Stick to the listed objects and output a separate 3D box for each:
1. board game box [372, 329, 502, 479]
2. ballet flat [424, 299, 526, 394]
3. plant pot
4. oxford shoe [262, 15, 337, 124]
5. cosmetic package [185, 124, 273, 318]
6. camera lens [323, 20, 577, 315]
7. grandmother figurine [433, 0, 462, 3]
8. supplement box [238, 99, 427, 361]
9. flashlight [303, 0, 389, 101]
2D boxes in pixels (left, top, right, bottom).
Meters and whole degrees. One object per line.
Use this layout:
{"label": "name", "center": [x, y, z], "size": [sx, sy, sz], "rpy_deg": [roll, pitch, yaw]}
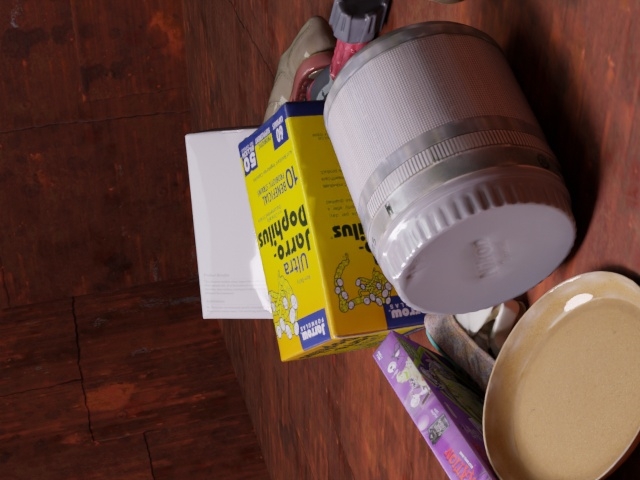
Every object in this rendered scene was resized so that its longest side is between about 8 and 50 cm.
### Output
{"label": "board game box", "center": [0.201, 0.239, 1.327], "size": [0.056, 0.208, 0.347], "rpy_deg": [-51, 28, 10]}
{"label": "ballet flat", "center": [0.223, 0.131, 1.398], "size": [0.316, 0.108, 0.106], "rpy_deg": [50, 128, 56]}
{"label": "plant pot", "center": [0.250, 0.144, 1.152], "size": [0.236, 0.032, 0.236], "rpy_deg": [-41, 34, 36]}
{"label": "oxford shoe", "center": [-0.032, -0.265, 2.117], "size": [0.348, 0.123, 0.130], "rpy_deg": [129, 137, -55]}
{"label": "cosmetic package", "center": [-0.133, -0.041, 2.378], "size": [0.156, 0.217, 0.385], "rpy_deg": [-23, -68, -68]}
{"label": "camera lens", "center": [0.136, -0.085, 1.288], "size": [0.219, 0.219, 0.274], "rpy_deg": [98, 158, -53]}
{"label": "grandmother figurine", "center": [0.124, -0.449, 1.368], "size": [0.208, 0.104, 0.342], "rpy_deg": [-29, 65, 47]}
{"label": "supplement box", "center": [0.026, -0.017, 1.787], "size": [0.194, 0.195, 0.356], "rpy_deg": [-32, 68, 60]}
{"label": "flashlight", "center": [0.036, -0.278, 1.839], "size": [0.304, 0.103, 0.103], "rpy_deg": [105, 153, -63]}
